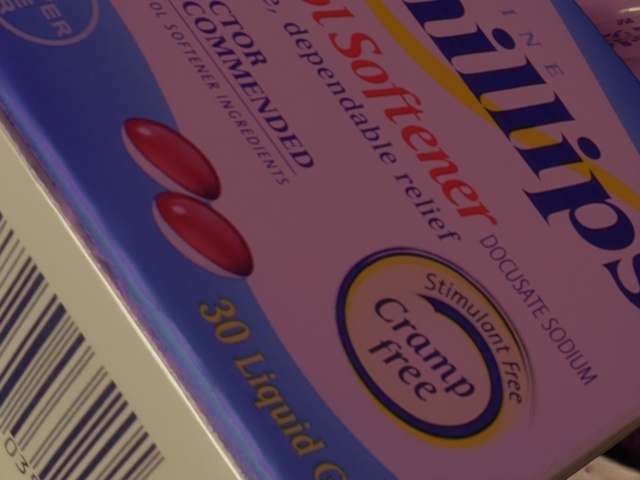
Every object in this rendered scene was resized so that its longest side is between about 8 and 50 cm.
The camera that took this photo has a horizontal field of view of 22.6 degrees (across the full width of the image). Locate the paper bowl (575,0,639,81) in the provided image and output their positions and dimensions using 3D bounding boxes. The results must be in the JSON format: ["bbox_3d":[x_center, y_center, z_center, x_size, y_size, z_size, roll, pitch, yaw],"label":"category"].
[{"bbox_3d":[0.214,-0.114,0.814,0.284,0.148,0.284,-18,24,8],"label":"paper bowl"}]

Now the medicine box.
[{"bbox_3d":[0.000,0.000,0.640,0.289,0.149,0.263,-25,74,-41],"label":"medicine box"}]
